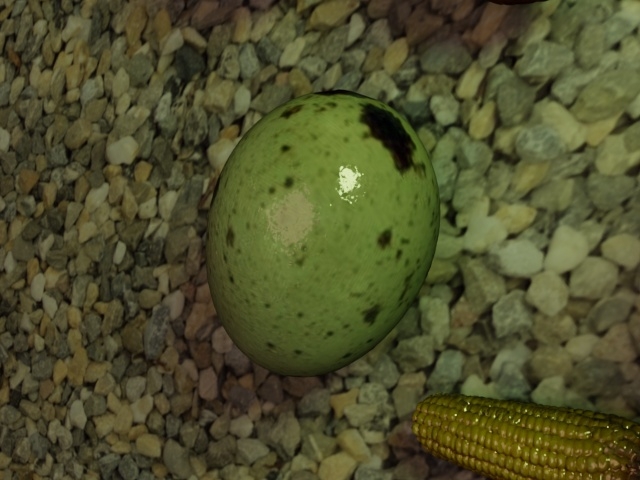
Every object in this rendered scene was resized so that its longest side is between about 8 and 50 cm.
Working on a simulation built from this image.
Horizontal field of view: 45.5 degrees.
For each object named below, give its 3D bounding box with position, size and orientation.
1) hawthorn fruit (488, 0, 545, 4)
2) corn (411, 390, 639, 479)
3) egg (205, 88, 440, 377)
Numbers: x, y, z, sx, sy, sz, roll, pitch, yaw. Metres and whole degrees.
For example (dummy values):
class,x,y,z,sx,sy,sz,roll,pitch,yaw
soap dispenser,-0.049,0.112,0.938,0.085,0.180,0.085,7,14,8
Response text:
class,x,y,z,sx,sy,sz,roll,pitch,yaw
hawthorn fruit,0.217,-0.362,0.837,0.210,0.210,0.262,-34,86,33
corn,0.253,0.243,0.901,0.317,0.115,0.115,1,94,38
egg,0.000,0.000,0.962,0.287,0.287,0.380,26,121,31
